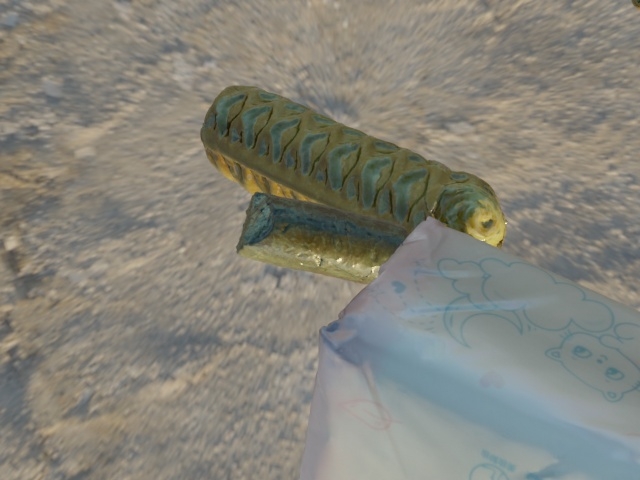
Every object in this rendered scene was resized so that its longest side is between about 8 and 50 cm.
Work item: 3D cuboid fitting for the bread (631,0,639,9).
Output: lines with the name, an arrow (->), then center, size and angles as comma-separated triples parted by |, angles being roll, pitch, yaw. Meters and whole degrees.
bread -> 0.268, -0.192, 1.141 | 0.088, 0.049, 0.034 | -8, 132, 10

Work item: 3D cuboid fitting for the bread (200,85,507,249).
bread -> 0.015, -0.050, 1.218 | 0.077, 0.367, 0.084 | -42, 126, -17

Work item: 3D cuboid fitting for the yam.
yam -> 0.000, 0.000, 0.903 | 0.094, 0.043, 0.043 | 14, 94, -15

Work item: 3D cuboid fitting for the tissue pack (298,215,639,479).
tissue pack -> 0.127, 0.135, 0.727 | 0.271, 0.124, 0.201 | 26, 127, 21
